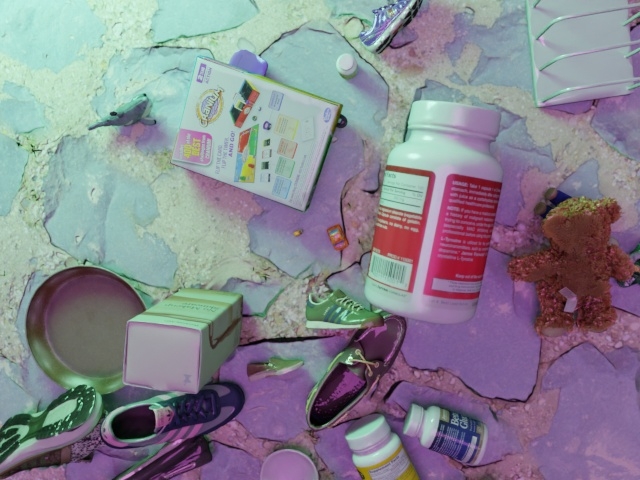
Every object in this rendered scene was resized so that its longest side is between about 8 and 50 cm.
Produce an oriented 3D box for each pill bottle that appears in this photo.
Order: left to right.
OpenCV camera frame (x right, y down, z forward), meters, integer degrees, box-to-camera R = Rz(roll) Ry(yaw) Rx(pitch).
[{"bbox_3d":[0.055,-0.364,1.180,0.043,0.083,0.043,1,96,6],"label":"pill bottle"},{"bbox_3d":[0.143,0.501,1.255,0.119,0.119,0.208,-26,93,8],"label":"pill bottle"},{"bbox_3d":[0.231,-0.058,1.125,0.229,0.229,0.407,10,98,5],"label":"pill bottle"},{"bbox_3d":[0.273,0.421,1.244,0.169,0.094,0.094,19,98,3],"label":"pill bottle"}]

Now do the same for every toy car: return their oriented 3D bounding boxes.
[{"bbox_3d":[0.000,0.000,1.250,0.122,0.040,0.060,-8,96,6],"label":"toy car"}]

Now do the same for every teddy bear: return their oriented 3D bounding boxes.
[{"bbox_3d":[0.515,0.060,1.155,0.245,0.113,0.338,-21,113,22],"label":"teddy bear"}]

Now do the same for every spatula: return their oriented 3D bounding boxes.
[{"bbox_3d":[-0.073,-0.321,1.224,0.296,0.030,0.084,28,102,2],"label":"spatula"}]

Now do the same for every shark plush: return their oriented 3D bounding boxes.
[{"bbox_3d":[-0.443,-0.286,1.249,0.161,0.067,0.073,-7,96,7],"label":"shark plush"}]

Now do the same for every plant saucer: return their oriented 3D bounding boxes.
[{"bbox_3d":[-0.536,0.207,1.327,0.311,0.050,0.310,1,98,6],"label":"plant saucer"}]

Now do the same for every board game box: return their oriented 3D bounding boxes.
[{"bbox_3d":[-0.140,-0.227,1.209,0.317,0.064,0.242,21,107,3],"label":"board game box"}]

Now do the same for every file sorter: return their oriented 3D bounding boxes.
[{"bbox_3d":[0.519,-0.416,1.082,0.193,0.173,0.277,-7,96,7],"label":"file sorter"}]

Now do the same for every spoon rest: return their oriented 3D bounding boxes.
[{"bbox_3d":[-0.065,0.616,1.308,0.137,0.084,0.276,-5,97,6],"label":"spoon rest"}]

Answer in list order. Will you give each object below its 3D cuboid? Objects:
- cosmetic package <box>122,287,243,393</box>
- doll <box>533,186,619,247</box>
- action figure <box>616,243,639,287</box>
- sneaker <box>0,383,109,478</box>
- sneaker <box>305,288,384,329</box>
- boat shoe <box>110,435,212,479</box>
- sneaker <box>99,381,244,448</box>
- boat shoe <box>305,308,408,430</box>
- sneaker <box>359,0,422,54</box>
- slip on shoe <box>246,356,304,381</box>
[{"bbox_3d":[-0.271,0.194,1.172,0.153,0.296,0.129,6,98,5],"label":"cosmetic package"},{"bbox_3d":[0.542,-0.029,1.188,0.189,0.046,0.129,32,101,-3],"label":"doll"},{"bbox_3d":[0.718,0.022,1.171,0.232,0.063,0.137,-41,94,12],"label":"action figure"},{"bbox_3d":[-0.630,0.494,1.328,0.410,0.158,0.182,-26,122,20],"label":"sneaker"},{"bbox_3d":[0.046,0.148,1.228,0.192,0.064,0.086,-6,85,34],"label":"sneaker"},{"bbox_3d":[-0.404,0.562,1.324,0.335,0.112,0.095,-35,87,5],"label":"boat shoe"},{"bbox_3d":[-0.315,0.385,1.234,0.319,0.131,0.112,-13,75,-19],"label":"sneaker"},{"bbox_3d":[0.080,0.285,1.247,0.116,0.097,0.324,40,99,1],"label":"boat shoe"},{"bbox_3d":[0.147,-0.469,1.169,0.071,0.068,0.170,46,100,5],"label":"sneaker"},{"bbox_3d":[-0.105,0.288,1.294,0.135,0.051,0.041,-17,83,14],"label":"slip on shoe"}]
